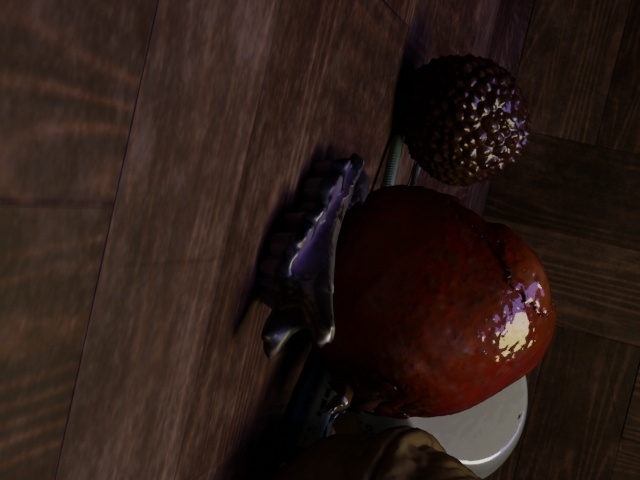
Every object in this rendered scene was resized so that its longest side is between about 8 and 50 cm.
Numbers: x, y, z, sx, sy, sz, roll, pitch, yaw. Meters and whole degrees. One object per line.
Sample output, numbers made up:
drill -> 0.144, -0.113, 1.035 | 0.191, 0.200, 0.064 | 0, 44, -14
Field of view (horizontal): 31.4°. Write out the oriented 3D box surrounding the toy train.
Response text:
toy train -> 0.008, 0.167, 1.386 | 0.052, 0.051, 0.234 | 95, 15, -48

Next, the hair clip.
hair clip -> 0.000, 0.000, 1.133 | 0.292, 0.084, 0.106 | -69, 161, -49

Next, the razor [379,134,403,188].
razor -> 0.080, -0.048, 1.503 | 0.084, 0.036, 0.211 | 83, 24, -62

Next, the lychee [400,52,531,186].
lychee -> 0.189, -0.169, 1.550 | 0.188, 0.188, 0.188 | 14, 90, -77

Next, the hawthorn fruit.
hawthorn fruit -> 0.098, 0.088, 1.277 | 0.307, 0.276, 0.276 | -42, 153, -21

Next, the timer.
timer -> 0.117, 0.213, 1.549 | 0.285, 0.285, 0.285 | 14, 90, -77

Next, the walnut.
walnut -> 0.077, 0.337, 1.233 | 0.252, 0.277, 0.313 | -45, 147, -9

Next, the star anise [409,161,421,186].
star anise -> 0.111, -0.039, 1.695 | 0.148, 0.218, 0.227 | 57, -4, -33
